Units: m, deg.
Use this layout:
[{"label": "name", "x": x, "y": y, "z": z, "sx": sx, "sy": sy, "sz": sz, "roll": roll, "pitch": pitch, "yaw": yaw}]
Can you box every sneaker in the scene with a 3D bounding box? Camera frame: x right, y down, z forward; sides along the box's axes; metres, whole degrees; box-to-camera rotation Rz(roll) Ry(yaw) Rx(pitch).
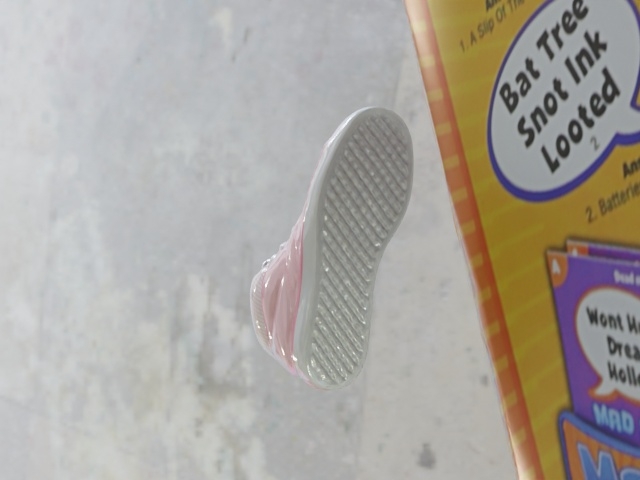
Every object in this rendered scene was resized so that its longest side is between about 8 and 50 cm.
[{"label": "sneaker", "x": 0.000, "y": 0.000, "z": 0.626, "sx": 0.070, "sy": 0.051, "sz": 0.134, "roll": 13, "pitch": 91, "yaw": 60}]

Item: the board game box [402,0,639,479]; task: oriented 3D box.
[{"label": "board game box", "x": 0.275, "y": -0.037, "z": 0.300, "sx": 0.356, "sy": 0.356, "sz": 0.356, "roll": -37, "pitch": 60, "yaw": 55}]
